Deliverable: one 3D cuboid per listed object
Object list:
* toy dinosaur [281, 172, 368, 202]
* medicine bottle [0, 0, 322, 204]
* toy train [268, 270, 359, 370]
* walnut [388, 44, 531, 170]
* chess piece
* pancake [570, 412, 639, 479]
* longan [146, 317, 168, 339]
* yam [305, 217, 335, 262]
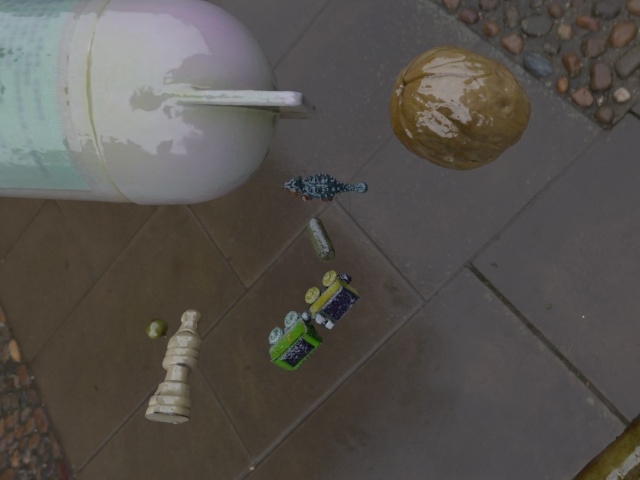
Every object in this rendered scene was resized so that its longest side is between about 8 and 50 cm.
[{"bbox_3d":[0.008,-0.093,0.868,0.154,0.055,0.049,-1,82,-12],"label":"toy dinosaur"},{"bbox_3d":[-0.208,-0.160,0.587,0.405,0.236,0.236,2,83,5],"label":"medicine bottle"},{"bbox_3d":[-0.014,0.140,0.875,0.202,0.060,0.081,-47,32,10],"label":"toy train"},{"bbox_3d":[0.318,-0.299,1.166,0.277,0.312,0.252,-49,28,44],"label":"walnut"},{"bbox_3d":[-0.396,0.344,1.412,0.124,0.139,0.307,7,60,-3],"label":"chess piece"},{"bbox_3d":[0.319,0.330,0.576,0.054,0.197,0.377,-120,41,-57],"label":"pancake"},{"bbox_3d":[-0.547,0.302,1.694,0.083,0.075,0.075,37,101,6],"label":"longan"},{"bbox_3d":[0.000,0.000,1.088,0.043,0.043,0.094,-33,67,20],"label":"yam"}]
